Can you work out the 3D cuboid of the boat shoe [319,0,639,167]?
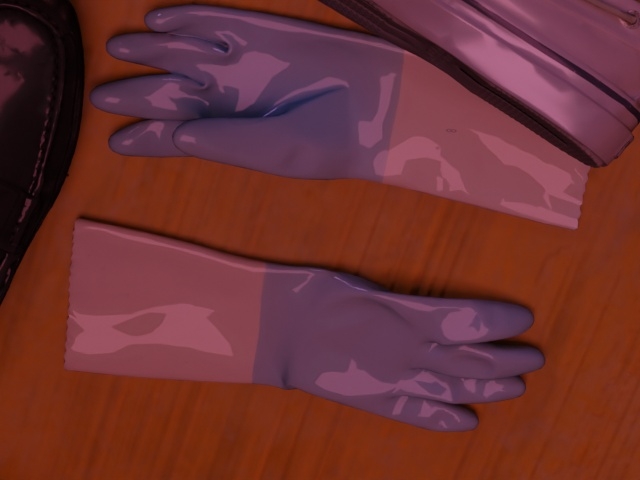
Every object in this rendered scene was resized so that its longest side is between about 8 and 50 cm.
[{"bbox_3d":[0.046,-0.120,0.804,0.226,0.083,0.076,33,87,-13],"label":"boat shoe"}]

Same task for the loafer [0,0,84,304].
[{"bbox_3d":[-0.161,-0.011,0.859,0.076,0.078,0.223,21,115,-6],"label":"loafer"}]

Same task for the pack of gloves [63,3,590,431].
[{"bbox_3d":[0.000,0.000,0.871,0.232,0.046,0.195,9,115,1],"label":"pack of gloves"}]
